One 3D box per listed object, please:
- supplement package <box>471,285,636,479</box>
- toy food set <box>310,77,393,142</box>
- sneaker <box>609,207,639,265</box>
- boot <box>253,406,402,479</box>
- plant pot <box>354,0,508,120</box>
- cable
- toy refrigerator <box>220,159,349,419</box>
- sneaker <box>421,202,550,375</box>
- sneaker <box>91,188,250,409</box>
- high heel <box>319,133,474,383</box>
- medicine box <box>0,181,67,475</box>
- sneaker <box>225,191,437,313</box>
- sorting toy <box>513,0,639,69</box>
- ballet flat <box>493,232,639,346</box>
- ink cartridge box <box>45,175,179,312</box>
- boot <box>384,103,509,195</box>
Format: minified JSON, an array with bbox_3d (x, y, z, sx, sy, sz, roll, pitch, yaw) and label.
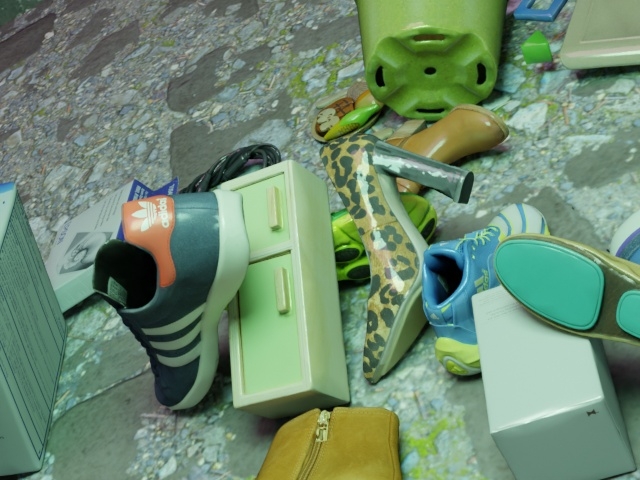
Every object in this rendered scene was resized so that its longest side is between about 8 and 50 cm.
[{"bbox_3d":[0.213,0.128,0.960,0.105,0.105,0.179,-20,35,16],"label":"supplement package"},{"bbox_3d":[0.041,-0.200,1.571,0.132,0.038,0.192,-24,35,12],"label":"toy food set"},{"bbox_3d":[0.407,0.055,0.873,0.323,0.130,0.236,-7,37,23],"label":"sneaker"},{"bbox_3d":[-0.057,0.271,1.014,0.295,0.104,0.211,-16,31,14],"label":"boot"},{"bbox_3d":[0.159,-0.319,1.464,0.276,0.276,0.254,-15,49,24],"label":"plant pot"},{"bbox_3d":[-0.138,-0.083,1.569,0.184,0.047,0.150,-38,29,-1],"label":"cable"},{"bbox_3d":[-0.045,0.055,1.161,0.102,0.094,0.269,-17,65,26],"label":"toy refrigerator"},{"bbox_3d":[0.177,0.022,1.104,0.091,0.126,0.240,-3,44,34],"label":"sneaker"},{"bbox_3d":[-0.184,0.070,1.149,0.148,0.350,0.131,2,47,-17],"label":"sneaker"},{"bbox_3d":[0.047,0.014,1.167,0.186,0.093,0.261,21,90,26],"label":"high heel"},{"bbox_3d":[-0.447,0.116,1.332,0.149,0.263,0.289,-8,36,0],"label":"medicine box"},{"bbox_3d":[0.000,0.000,1.288,0.295,0.109,0.123,-22,39,15],"label":"sneaker"},{"bbox_3d":[0.428,-0.295,1.372,0.348,0.047,0.196,0,49,29],"label":"sorting toy"},{"bbox_3d":[0.262,0.052,0.899,0.232,0.080,0.073,25,21,34],"label":"ballet flat"},{"bbox_3d":[-0.325,-0.003,1.569,0.224,0.045,0.223,-30,29,16],"label":"ink cartridge box"},{"bbox_3d":[0.141,-0.098,1.339,0.197,0.073,0.152,-6,39,51],"label":"boot"}]
